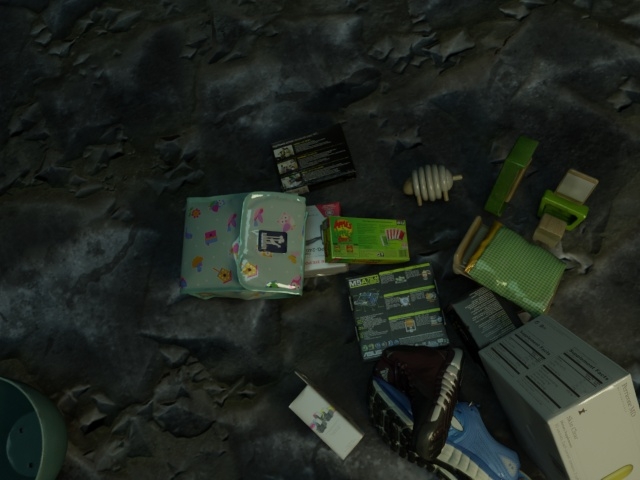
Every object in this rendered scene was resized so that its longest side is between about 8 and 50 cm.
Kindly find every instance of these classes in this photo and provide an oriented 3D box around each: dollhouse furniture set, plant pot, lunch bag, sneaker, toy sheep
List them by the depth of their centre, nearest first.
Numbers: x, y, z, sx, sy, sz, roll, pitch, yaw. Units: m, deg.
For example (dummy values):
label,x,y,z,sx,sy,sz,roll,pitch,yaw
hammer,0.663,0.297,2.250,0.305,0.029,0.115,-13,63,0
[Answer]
label,x,y,z,sx,sy,sz,roll,pitch,yaw
sneaker,0.161,0.277,0.952,0.163,0.281,0.106,10,110,22
dollhouse furniture set,0.407,-0.034,1.015,0.198,0.151,0.301,28,53,15
sneaker,0.232,0.367,1.021,0.330,0.129,0.147,34,51,25
plant pot,-0.642,0.424,1.072,0.291,0.195,0.290,-2,75,7
lunch bag,-0.154,0.015,1.124,0.263,0.160,0.223,-3,76,18
toy sheep,0.247,-0.126,1.159,0.132,0.091,0.091,-10,74,11

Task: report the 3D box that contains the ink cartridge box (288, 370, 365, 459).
label,x,y,z,sx,sy,sz,roll,pitch,yaw
ink cartridge box,0.002,0.347,1.054,0.181,0.104,0.061,40,83,16

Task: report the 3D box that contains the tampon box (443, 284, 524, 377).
label,x,y,z,sx,sy,sz,roll,pitch,yaw
tampon box,0.336,0.178,1.045,0.102,0.120,0.161,-29,73,-2

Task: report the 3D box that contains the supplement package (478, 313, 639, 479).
label,x,y,z,sx,sy,sz,roll,pitch,yaw
supplement package,0.419,0.299,0.893,0.145,0.204,0.261,-30,113,-3

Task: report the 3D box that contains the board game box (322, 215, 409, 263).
label,x,y,z,sx,sy,sz,roll,pitch,yaw
board game box,0.097,0.001,1.125,0.182,0.043,0.092,2,73,-21

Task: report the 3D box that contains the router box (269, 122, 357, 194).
label,x,y,z,sx,sy,sz,roll,pitch,yaw
router box,-0.018,-0.187,1.230,0.179,0.046,0.133,-16,73,3

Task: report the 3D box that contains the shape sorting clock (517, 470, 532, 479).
label,x,y,z,sx,sy,sz,roll,pitch,yaw
shape sorting clock,0.310,0.504,0.961,0.206,0.040,0.206,-17,44,17

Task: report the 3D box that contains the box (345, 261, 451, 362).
label,x,y,z,sx,sy,sz,roll,pitch,yaw
box,0.162,0.152,1.117,0.191,0.045,0.184,-12,72,5

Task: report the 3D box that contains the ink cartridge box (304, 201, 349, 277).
label,x,y,z,sx,sy,sz,roll,pitch,yaw
ink cartridge box,0.000,0.000,1.168,0.109,0.063,0.150,-7,74,6
